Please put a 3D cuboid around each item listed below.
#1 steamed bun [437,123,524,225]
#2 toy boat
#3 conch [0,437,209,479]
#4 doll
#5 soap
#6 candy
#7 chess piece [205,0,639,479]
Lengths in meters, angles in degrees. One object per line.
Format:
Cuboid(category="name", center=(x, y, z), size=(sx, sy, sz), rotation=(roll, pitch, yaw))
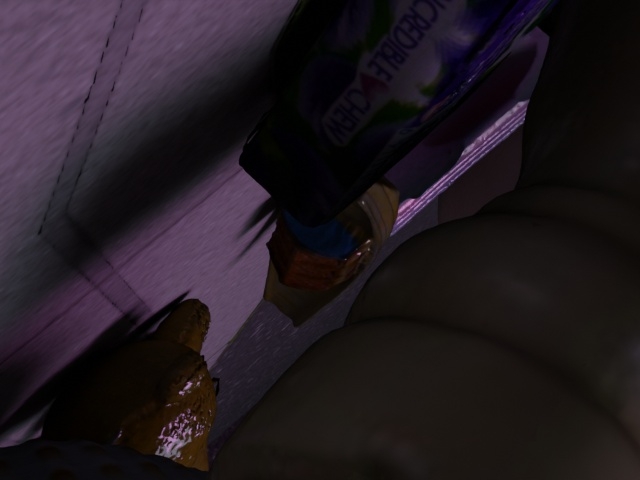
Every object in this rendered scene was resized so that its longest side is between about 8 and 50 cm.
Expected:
Cuboid(category="steamed bun", center=(0.202, -0.065, 1.260), size=(0.283, 0.177, 0.283), rotation=(-42, 178, -2))
Cuboid(category="toy boat", center=(0.000, 0.000, 0.955), size=(0.066, 0.065, 0.172), rotation=(-47, 172, -26))
Cuboid(category="conch", center=(-0.139, 0.201, 0.787), size=(0.319, 0.215, 0.303), rotation=(-35, 163, -18))
Cuboid(category="doll", center=(-0.098, 0.106, 0.971), size=(0.137, 0.097, 0.209), rotation=(-48, 179, 4))
Cuboid(category="soap", center=(0.079, -0.072, 0.986), size=(0.149, 0.056, 0.100), rotation=(-41, 177, -6))
Cuboid(category="candy", center=(0.062, -0.107, 0.572), size=(0.088, 0.061, 0.312), rotation=(-43, 177, -35))
Cuboid(category="chess piece", center=(0.139, -0.002, 0.719), size=(0.442, 0.234, 0.234), rotation=(-51, 180, -32))
